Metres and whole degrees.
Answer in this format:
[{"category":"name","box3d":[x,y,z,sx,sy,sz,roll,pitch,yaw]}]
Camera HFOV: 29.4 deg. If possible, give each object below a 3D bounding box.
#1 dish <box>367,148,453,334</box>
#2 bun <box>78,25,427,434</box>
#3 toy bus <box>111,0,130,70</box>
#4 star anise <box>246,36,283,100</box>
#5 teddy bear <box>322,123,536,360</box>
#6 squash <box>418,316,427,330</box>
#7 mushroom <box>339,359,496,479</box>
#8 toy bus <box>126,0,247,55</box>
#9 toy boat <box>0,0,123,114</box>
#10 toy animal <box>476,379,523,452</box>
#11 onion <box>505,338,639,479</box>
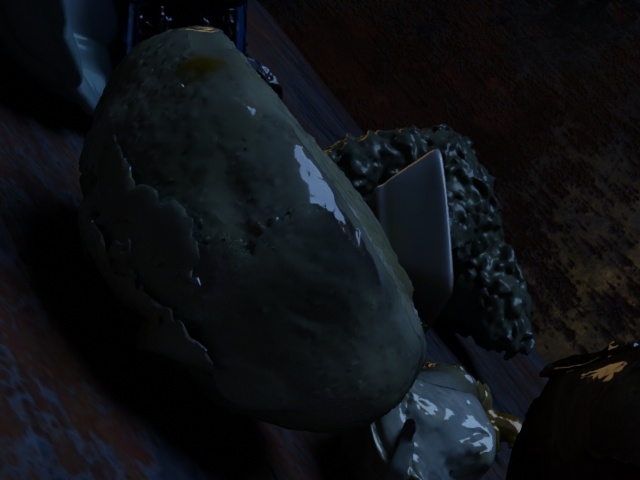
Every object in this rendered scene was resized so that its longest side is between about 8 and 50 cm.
[{"category":"dish","box3d":[0.075,0.021,1.242,0.234,0.064,0.154,108,-19,-65]},{"category":"bun","box3d":[-0.044,0.006,0.645,0.239,0.141,0.239,53,3,-4]},{"category":"toy bus","box3d":[-0.177,-0.227,1.027,0.292,0.133,0.125,50,8,6]},{"category":"star anise","box3d":[-0.130,-0.220,1.448,0.230,0.081,0.262,31,19,-33]},{"category":"teddy bear","box3d":[0.171,0.014,1.722,0.368,0.224,0.357,66,10,10]},{"category":"squash","box3d":[-0.033,0.019,0.900,0.224,0.094,0.094,43,7,7]},{"category":"mushroom","box3d":[0.066,0.128,0.846,0.099,0.096,0.278,51,4,5]},{"category":"toy bus","box3d":[-0.098,-0.150,0.902,0.106,0.090,0.185,79,13,-85]},{"category":"toy boat","box3d":[-0.178,-0.192,0.777,0.290,0.100,0.200,110,-19,-75]},{"category":"toy animal","box3d":[0.194,0.188,1.336,0.060,0.081,0.083,-2,72,-77]},{"category":"onion","box3d":[0.309,0.225,0.958,0.354,0.353,0.353,48,8,-9]}]
